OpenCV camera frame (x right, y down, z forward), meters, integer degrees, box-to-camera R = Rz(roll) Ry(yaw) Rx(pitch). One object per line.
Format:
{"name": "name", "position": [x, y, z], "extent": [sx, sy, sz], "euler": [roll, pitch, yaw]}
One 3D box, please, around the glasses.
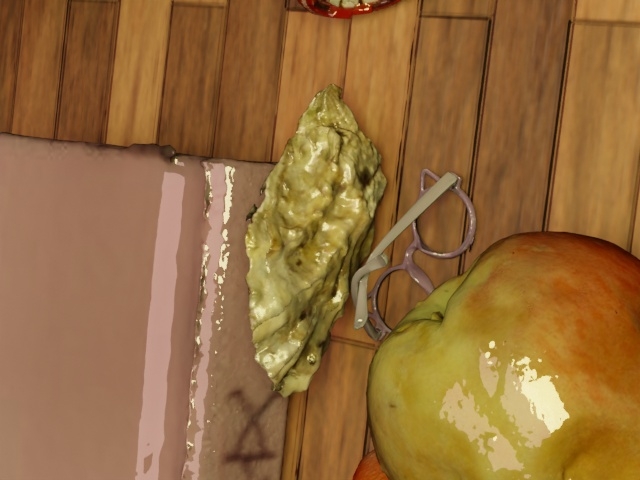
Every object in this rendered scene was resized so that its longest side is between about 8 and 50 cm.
{"name": "glasses", "position": [0.044, 0.017, 0.977], "extent": [0.062, 0.104, 0.140], "euler": [37, 115, 30]}

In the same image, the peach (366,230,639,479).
{"name": "peach", "position": [0.142, 0.118, 0.852], "extent": [0.214, 0.214, 0.235], "euler": [-35, 84, 31]}

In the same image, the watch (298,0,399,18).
{"name": "watch", "position": [0.016, -0.297, 1.024], "extent": [0.165, 0.102, 0.268], "euler": [-7, 76, 30]}

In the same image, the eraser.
{"name": "eraser", "position": [-0.153, 0.102, 1.117], "extent": [0.272, 0.122, 0.359], "euler": [7, 92, 39]}

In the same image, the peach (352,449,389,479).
{"name": "peach", "position": [0.076, 0.258, 0.918], "extent": [0.267, 0.154, 0.158], "euler": [48, 117, 27]}

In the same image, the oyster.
{"name": "oyster", "position": [0.002, 0.008, 1.004], "extent": [0.072, 0.133, 0.209], "euler": [-1, 56, 28]}
